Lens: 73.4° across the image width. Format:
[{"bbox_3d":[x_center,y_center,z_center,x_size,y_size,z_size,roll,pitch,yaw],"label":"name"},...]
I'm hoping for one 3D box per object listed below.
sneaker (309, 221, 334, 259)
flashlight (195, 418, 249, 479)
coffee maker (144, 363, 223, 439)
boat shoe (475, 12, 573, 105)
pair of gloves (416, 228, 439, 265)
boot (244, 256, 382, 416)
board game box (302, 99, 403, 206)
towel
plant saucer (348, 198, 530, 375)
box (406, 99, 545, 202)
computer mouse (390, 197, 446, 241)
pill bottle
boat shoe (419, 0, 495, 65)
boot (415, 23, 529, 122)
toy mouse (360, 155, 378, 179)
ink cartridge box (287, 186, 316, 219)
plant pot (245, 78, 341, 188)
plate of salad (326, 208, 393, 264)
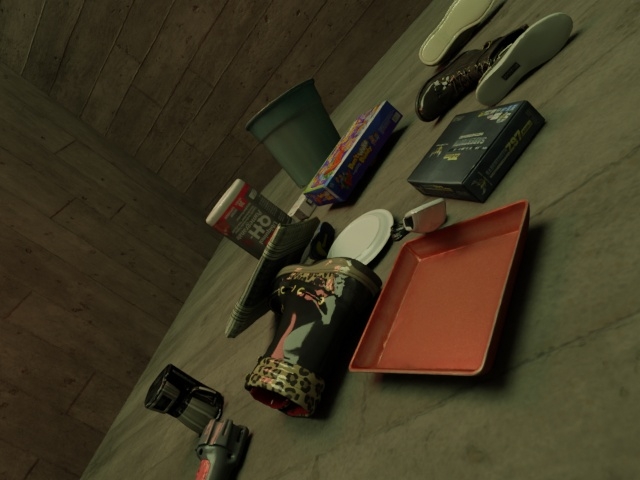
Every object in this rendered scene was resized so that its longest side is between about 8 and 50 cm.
[{"bbox_3d":[0.000,0.000,1.271,0.059,0.053,0.144,-41,18,41],"label":"sneaker"},{"bbox_3d":[-0.233,0.484,0.788,0.103,0.103,0.304,-45,18,34],"label":"flashlight"},{"bbox_3d":[-0.364,0.421,1.141,0.120,0.178,0.171,-57,17,-20],"label":"coffee maker"},{"bbox_3d":[0.416,-0.385,0.905,0.219,0.078,0.070,-42,20,37],"label":"boat shoe"},{"bbox_3d":[0.191,0.012,0.793,0.083,0.010,0.074,-48,16,10],"label":"pair of gloves"},{"bbox_3d":[-0.056,0.193,0.878,0.377,0.138,0.284,-19,36,54],"label":"boot"},{"bbox_3d":[0.100,-0.279,1.428,0.347,0.078,0.233,-56,17,-12],"label":"board game box"},{"bbox_3d":[-0.121,0.077,1.135,0.312,0.056,0.324,-63,-10,12],"label":"towel"},{"bbox_3d":[0.174,0.084,0.618,0.259,0.048,0.258,-27,29,57],"label":"plant saucer"},{"bbox_3d":[0.284,-0.168,0.832,0.183,0.059,0.233,-53,15,0],"label":"box"},{"bbox_3d":[0.175,-0.031,0.737,0.106,0.042,0.193,-22,-5,5],"label":"computer mouse"},{"bbox_3d":[-0.187,-0.036,1.380,0.176,0.319,0.176,-47,17,19],"label":"pill bottle"},{"bbox_3d":[0.460,-0.716,1.439,0.305,0.109,0.091,-45,-9,24],"label":"boat shoe"},{"bbox_3d":[0.369,-0.417,1.078,0.263,0.091,0.229,-50,15,0],"label":"boot"},{"bbox_3d":[0.134,-0.244,1.462,0.143,0.031,0.161,-34,24,47],"label":"toy mouse"},{"bbox_3d":[-0.059,-0.146,1.730,0.180,0.060,0.104,-57,17,-17],"label":"ink cartridge box"},{"bbox_3d":[-0.074,-0.416,1.763,0.341,0.334,0.341,-33,10,7],"label":"plant pot"},{"bbox_3d":[0.094,0.009,1.002,0.200,0.048,0.199,-36,28,22],"label":"plate of salad"}]
